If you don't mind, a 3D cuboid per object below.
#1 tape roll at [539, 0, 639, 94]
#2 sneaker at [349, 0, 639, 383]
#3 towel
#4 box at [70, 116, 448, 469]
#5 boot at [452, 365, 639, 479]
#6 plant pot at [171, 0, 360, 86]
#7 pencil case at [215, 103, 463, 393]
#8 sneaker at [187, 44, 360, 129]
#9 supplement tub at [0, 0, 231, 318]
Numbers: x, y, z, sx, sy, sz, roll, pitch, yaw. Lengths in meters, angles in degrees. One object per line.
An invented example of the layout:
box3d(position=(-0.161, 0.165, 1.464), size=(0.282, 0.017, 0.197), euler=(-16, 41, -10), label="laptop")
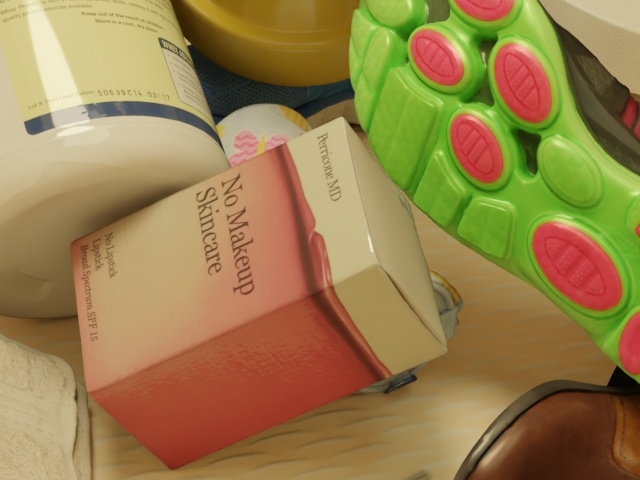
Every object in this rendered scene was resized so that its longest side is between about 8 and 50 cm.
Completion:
box3d(position=(0.314, -0.285, 1.977), size=(0.392, 0.072, 0.392), euler=(13, 40, -11), label="tape roll")
box3d(position=(0.202, -0.043, 1.497), size=(0.483, 0.185, 0.202), euler=(49, 18, 15), label="sneaker")
box3d(position=(-0.285, 0.113, 1.355), size=(0.282, 0.049, 0.187), euler=(21, 31, -25), label="towel")
box3d(position=(-0.047, 0.040, 1.410), size=(0.232, 0.127, 0.148), euler=(-25, 48, 14), label="box")
box3d(position=(0.256, 0.216, 1.384), size=(0.264, 0.096, 0.280), euler=(-12, 46, -42), label="boot")
box3d(position=(-0.018, -0.288, 1.603), size=(0.254, 0.239, 0.254), euler=(1, 69, -2), label="plant pot")
box3d(position=(0.000, 0.000, 1.575), size=(0.124, 0.113, 0.273), euler=(-26, 46, -16), label="pencil case")
box3d(position=(-0.014, -0.178, 1.761), size=(0.330, 0.147, 0.130), euler=(-11, 39, -28), label="sneaker")
box3d(position=(-0.220, -0.127, 1.541), size=(0.235, 0.235, 0.325), euler=(-9, 60, -20), label="supplement tub")
